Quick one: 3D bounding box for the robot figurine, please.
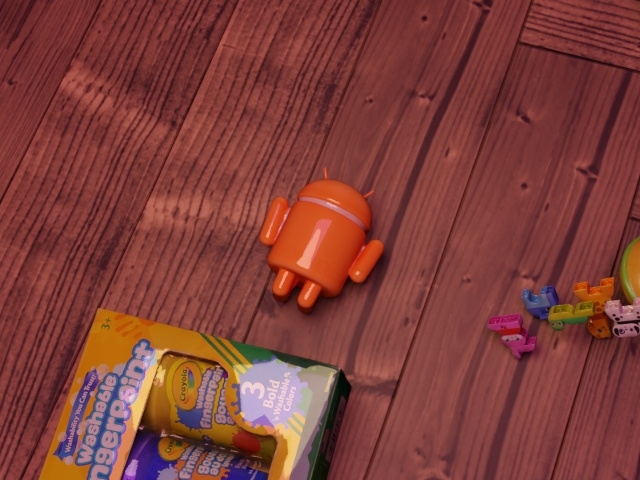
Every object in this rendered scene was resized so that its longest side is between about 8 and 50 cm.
[{"bbox_3d":[0.002,0.001,1.398,0.158,0.128,0.219,13,72,42],"label":"robot figurine"}]

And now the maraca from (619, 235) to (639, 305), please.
[{"bbox_3d":[0.501,0.040,1.325,0.127,0.099,0.185,44,56,0],"label":"maraca"}]

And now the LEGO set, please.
[{"bbox_3d":[0.372,0.118,1.321,0.227,0.093,0.087,-11,29,32],"label":"LEGO set"}]

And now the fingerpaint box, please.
[{"bbox_3d":[-0.194,0.357,1.279,0.371,0.163,0.444,13,73,13],"label":"fingerpaint box"}]
